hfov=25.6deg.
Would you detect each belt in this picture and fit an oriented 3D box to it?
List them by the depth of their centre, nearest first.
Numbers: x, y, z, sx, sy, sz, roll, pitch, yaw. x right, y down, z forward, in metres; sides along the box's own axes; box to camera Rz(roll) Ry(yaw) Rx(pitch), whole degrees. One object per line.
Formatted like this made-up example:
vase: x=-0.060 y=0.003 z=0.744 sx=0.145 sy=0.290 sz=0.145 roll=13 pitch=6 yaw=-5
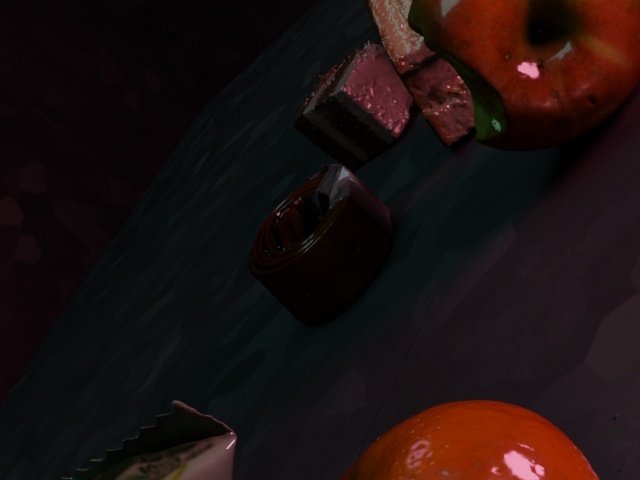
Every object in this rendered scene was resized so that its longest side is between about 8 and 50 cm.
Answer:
belt: x=0.000 y=0.000 z=1.772 sx=0.184 sy=0.105 sz=0.261 roll=-44 pitch=13 yaw=8

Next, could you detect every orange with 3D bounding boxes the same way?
orange: x=0.074 y=0.209 z=0.819 sx=0.240 sy=0.171 sz=0.240 roll=-49 pitch=6 yaw=7

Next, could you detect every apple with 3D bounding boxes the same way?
apple: x=0.210 y=-0.212 z=1.437 sx=0.246 sy=0.246 sz=0.226 roll=-46 pitch=6 yaw=6

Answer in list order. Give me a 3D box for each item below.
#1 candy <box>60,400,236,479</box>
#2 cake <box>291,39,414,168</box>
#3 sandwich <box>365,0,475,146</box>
candy: x=-0.176 y=0.357 z=1.222 sx=0.263 sy=0.172 sz=0.398 roll=-44 pitch=26 yaw=33
cake: x=0.059 y=-0.204 z=2.098 sx=0.135 sy=0.134 sz=0.147 roll=-59 pitch=11 yaw=-32
sandwich: x=0.140 y=-0.251 z=1.768 sx=0.122 sy=0.236 sz=0.128 roll=-33 pitch=15 yaw=9
